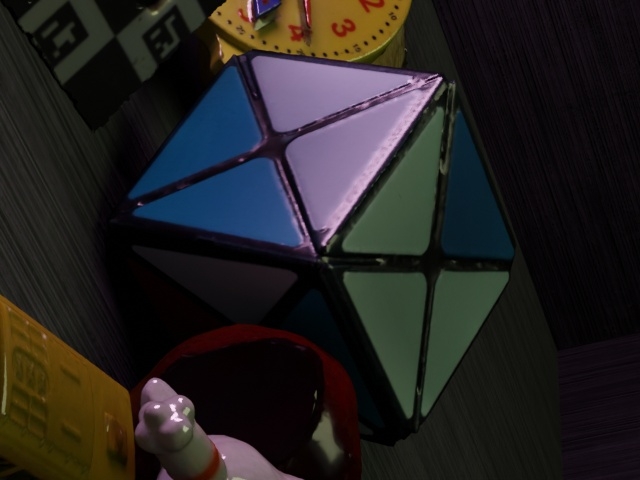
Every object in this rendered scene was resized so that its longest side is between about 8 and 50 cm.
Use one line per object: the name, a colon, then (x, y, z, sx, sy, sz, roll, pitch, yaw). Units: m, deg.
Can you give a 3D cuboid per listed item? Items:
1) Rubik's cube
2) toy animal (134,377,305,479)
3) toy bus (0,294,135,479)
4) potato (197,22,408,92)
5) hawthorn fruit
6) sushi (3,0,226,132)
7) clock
Rubik's cube: (0.000, 0.000, 1.681, 0.246, 0.248, 0.250, -56, 138, -33)
toy animal: (-0.067, 0.210, 1.328, 0.282, 0.138, 0.140, 39, -3, -33)
toy bus: (-0.205, 0.119, 1.203, 0.335, 0.123, 0.121, 49, 31, -60)
potato: (-0.025, -0.165, 1.972, 0.242, 0.242, 0.285, -83, 172, -53)
hawthorn fruit: (-0.070, 0.166, 1.523, 0.250, 0.215, 0.215, -101, 175, -82)
sushi: (-0.199, -0.323, 1.586, 0.296, 0.100, 0.373, -48, 141, -15)
clock: (-0.036, -0.287, 1.857, 0.293, 0.071, 0.277, -34, 82, -38)
